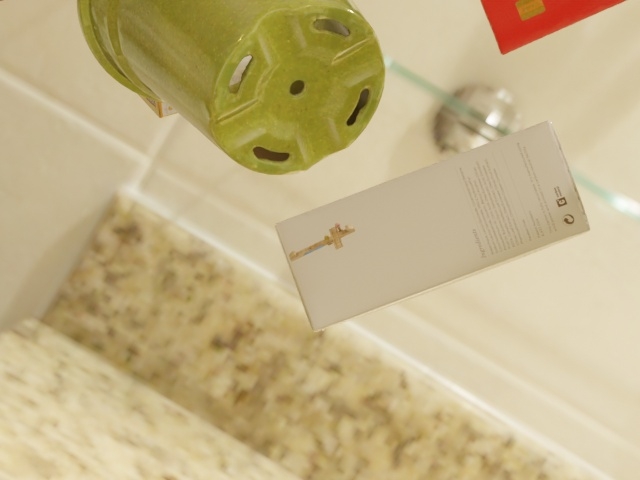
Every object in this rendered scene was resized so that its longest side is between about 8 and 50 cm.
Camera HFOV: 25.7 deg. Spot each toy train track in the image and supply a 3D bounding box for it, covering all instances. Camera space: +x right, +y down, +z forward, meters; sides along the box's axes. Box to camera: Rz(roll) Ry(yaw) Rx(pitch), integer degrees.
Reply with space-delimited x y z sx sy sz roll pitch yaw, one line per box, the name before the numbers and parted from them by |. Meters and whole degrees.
toy train track | 0.000 0.000 1.645 0.014 0.083 0.048 61 5 -31

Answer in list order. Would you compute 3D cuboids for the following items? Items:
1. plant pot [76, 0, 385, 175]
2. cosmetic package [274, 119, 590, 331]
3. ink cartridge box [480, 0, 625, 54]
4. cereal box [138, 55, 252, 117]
plant pot | -0.070 -0.200 1.386 0.276 0.276 0.254 26 18 -41
cosmetic package | 0.145 -0.015 1.800 0.197 0.366 0.155 -7 77 -85
ink cartridge box | 0.289 -0.392 1.600 0.261 0.296 0.066 71 14 15
cereal box | -0.152 -0.256 1.968 0.240 0.047 0.173 -20 39 -23
